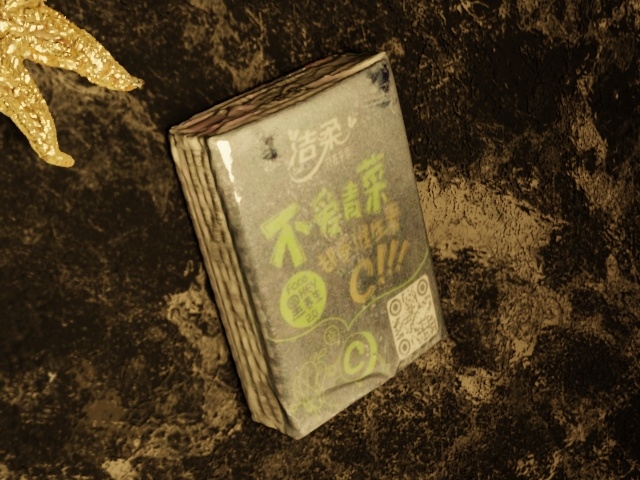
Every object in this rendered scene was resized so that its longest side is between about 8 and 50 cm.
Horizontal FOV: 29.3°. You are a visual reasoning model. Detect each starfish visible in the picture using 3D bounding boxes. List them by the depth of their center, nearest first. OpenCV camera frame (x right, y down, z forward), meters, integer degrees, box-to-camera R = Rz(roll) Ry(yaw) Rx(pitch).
[{"bbox_3d":[-0.303,-0.224,1.216,0.299,0.060,0.302,-49,121,-29],"label":"starfish"}]

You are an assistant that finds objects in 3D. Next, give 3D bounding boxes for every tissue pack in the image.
[{"bbox_3d":[0.000,0.000,1.485,0.288,0.124,0.394,-31,117,-35],"label":"tissue pack"}]
